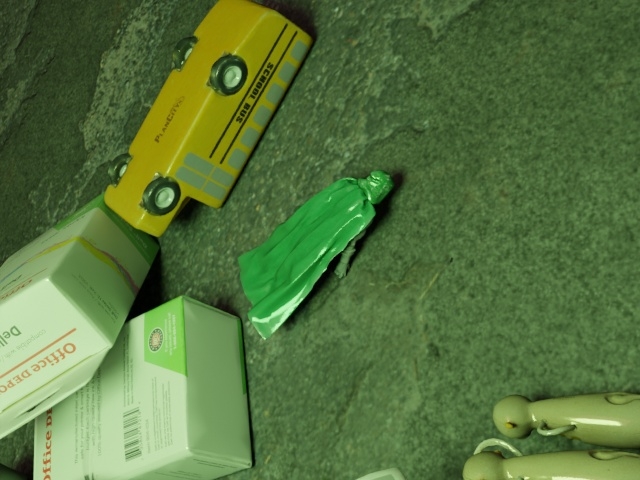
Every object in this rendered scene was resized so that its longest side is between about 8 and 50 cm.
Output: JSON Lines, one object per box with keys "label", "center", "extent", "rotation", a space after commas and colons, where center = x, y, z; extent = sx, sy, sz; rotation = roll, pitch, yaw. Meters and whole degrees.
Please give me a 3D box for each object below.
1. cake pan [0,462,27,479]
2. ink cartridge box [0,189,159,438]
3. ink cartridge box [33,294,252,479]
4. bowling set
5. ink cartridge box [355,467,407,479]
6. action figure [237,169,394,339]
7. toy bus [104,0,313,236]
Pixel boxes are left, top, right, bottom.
{"label": "cake pan", "center": [-0.449, 0.428, 1.227], "extent": [0.293, 0.054, 0.293], "rotation": [-162, 90, -77]}
{"label": "ink cartridge box", "center": [-0.350, 0.090, 1.191], "extent": [0.207, 0.119, 0.353], "rotation": [-32, 19, 15]}
{"label": "ink cartridge box", "center": [-0.228, 0.215, 1.177], "extent": [0.273, 0.115, 0.198], "rotation": [-26, 57, 30]}
{"label": "bowling set", "center": [0.197, 0.253, 0.759], "extent": [0.154, 0.287, 0.199], "rotation": [-3, 98, 25]}
{"label": "ink cartridge box", "center": [0.092, 0.328, 0.776], "extent": [0.181, 0.056, 0.224], "rotation": [-142, 39, -72]}
{"label": "action figure", "center": [0.000, 0.000, 1.110], "extent": [0.232, 0.063, 0.137], "rotation": [-44, 48, 23]}
{"label": "toy bus", "center": [-0.153, -0.161, 1.257], "extent": [0.108, 0.130, 0.332], "rotation": [32, 94, 42]}
